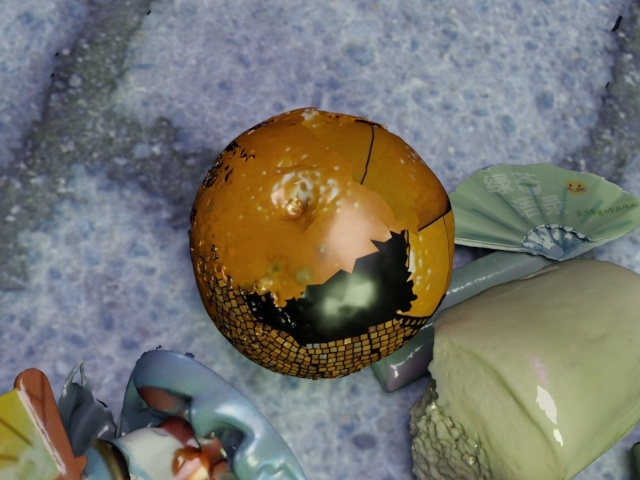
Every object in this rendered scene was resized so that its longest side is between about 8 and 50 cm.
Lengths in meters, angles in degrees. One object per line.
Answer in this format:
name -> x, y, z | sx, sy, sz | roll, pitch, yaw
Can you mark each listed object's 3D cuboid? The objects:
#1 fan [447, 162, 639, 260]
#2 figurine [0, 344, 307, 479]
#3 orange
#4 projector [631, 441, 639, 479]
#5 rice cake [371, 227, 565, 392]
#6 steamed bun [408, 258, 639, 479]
fan -> 0.212, -0.030, 0.959 | 0.240, 0.009, 0.131 | -6, 47, -11
figurine -> -0.218, 0.255, 0.679 | 0.388, 0.248, 0.276 | -44, 114, -32
orange -> 0.000, 0.000, 0.834 | 0.234, 0.182, 0.234 | -7, 61, 14
projector -> 0.350, 0.329, 0.824 | 0.108, 0.108, 0.337 | -4, 71, -11
rice cake -> 0.141, 0.062, 0.921 | 0.222, 0.042, 0.080 | -23, 71, -16
steamed bun -> 0.188, 0.111, 0.844 | 0.225, 0.200, 0.170 | -26, 70, -32
